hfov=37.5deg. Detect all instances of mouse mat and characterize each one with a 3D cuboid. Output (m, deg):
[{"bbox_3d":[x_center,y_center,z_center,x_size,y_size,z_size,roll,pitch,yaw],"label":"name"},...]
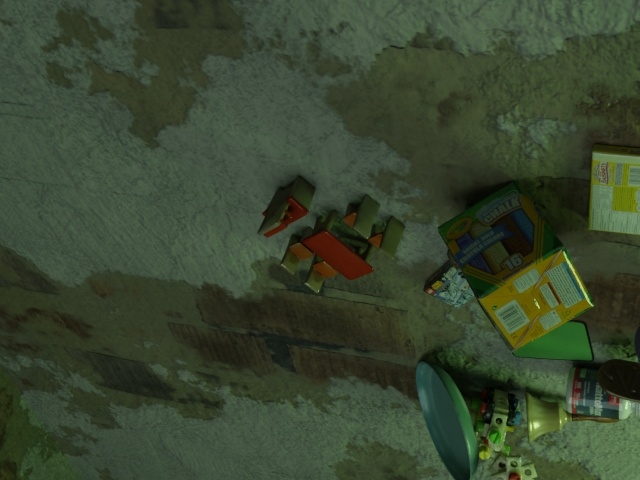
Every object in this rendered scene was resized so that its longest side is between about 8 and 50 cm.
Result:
[{"bbox_3d":[0.517,0.226,2.140,0.189,0.007,0.152,-1,139,25],"label":"mouse mat"}]

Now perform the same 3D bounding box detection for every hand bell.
[{"bbox_3d":[0.623,0.425,2.285,0.242,0.126,0.126,-4,138,11],"label":"hand bell"}]

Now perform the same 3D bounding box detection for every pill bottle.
[{"bbox_3d":[0.657,0.350,2.142,0.180,0.108,0.108,4,140,22],"label":"pill bottle"}]

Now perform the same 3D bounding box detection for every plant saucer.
[{"bbox_3d":[0.317,0.444,2.321,0.043,0.317,0.317,-18,142,-11],"label":"plant saucer"}]

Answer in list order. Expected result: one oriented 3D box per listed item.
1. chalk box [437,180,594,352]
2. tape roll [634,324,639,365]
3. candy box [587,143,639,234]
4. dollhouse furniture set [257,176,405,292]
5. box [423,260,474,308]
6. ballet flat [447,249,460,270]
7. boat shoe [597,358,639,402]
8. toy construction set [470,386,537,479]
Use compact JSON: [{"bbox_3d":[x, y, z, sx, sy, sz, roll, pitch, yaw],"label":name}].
[{"bbox_3d":[0.355,0.028,1.784,0.179,0.289,0.180,-31,128,9],"label":"chalk box"},{"bbox_3d":[0.727,0.219,1.872,0.189,0.189,0.080,-2,139,28],"label":"tape roll"},{"bbox_3d":[0.543,-0.089,1.708,0.105,0.027,0.206,9,142,20],"label":"candy box"},{"bbox_3d":[0.000,0.000,1.999,0.259,0.135,0.262,39,140,-22],"label":"dollhouse furniture set"},{"bbox_3d":[0.298,0.092,2.060,0.094,0.027,0.137,27,143,-10],"label":"box"},{"bbox_3d":[0.378,0.075,1.971,0.250,0.058,0.084,26,144,-6],"label":"ballet flat"},{"bbox_3d":[0.747,0.326,2.016,0.302,0.109,0.098,18,-173,20],"label":"boat shoe"},{"bbox_3d":[0.425,0.481,2.295,0.151,0.328,0.215,12,101,-7],"label":"toy construction set"}]
